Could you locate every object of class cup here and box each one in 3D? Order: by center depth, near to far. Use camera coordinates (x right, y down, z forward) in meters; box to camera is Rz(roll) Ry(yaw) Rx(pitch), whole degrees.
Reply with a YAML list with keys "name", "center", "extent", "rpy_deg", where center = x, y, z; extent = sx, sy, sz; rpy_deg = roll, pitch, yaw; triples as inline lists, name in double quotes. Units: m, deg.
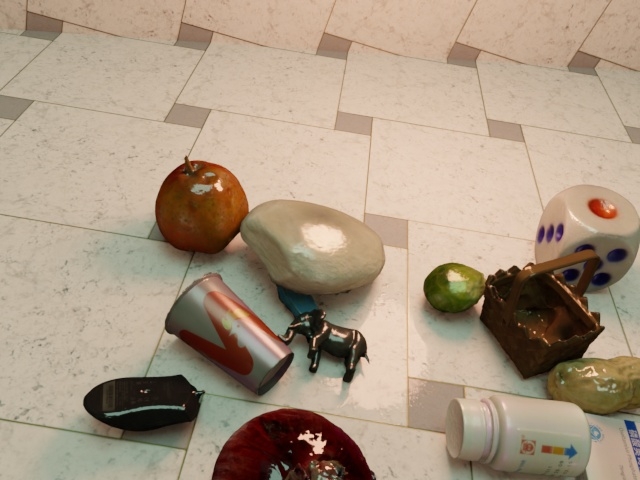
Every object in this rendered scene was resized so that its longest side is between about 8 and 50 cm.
- name: "cup"
  center: [-0.214, 0.238, 1.508]
  extent: [0.288, 0.203, 0.203]
  rpy_deg: [37, 48, 18]

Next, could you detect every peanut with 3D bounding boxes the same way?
- name: "peanut"
  center: [0.734, 0.373, 1.552]
  extent: [0.291, 0.143, 0.159]
  rpy_deg: [0, 21, -11]

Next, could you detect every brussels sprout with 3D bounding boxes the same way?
- name: "brussels sprout"
  center: [0.386, 0.135, 1.756]
  extent: [0.181, 0.143, 0.161]
  rpy_deg: [-6, -2, -42]

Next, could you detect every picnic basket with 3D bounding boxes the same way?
- name: "picnic basket"
  center: [0.594, 0.169, 1.631]
  extent: [0.254, 0.321, 0.291]
  rpy_deg: [-12, 44, -18]

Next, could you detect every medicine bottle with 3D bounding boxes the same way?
- name: "medicine bottle"
  center: [0.448, 0.444, 1.400]
  extent: [0.293, 0.170, 0.170]
  rpy_deg: [7, 42, -4]

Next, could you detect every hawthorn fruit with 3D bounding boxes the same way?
- name: "hawthorn fruit"
  center: [-0.352, -0.117, 1.784]
  extent: [0.277, 0.298, 0.277]
  rpy_deg: [-4, 35, 3]

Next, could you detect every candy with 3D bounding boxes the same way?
- name: "candy"
  center: [0.000, 0.000, 1.755]
  extent: [0.427, 0.186, 0.386]
  rpy_deg: [5, 30, -34]

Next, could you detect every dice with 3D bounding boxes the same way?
- name: "dice"
  center: [0.832, -0.006, 1.917]
  extent: [0.243, 0.251, 0.259]
  rpy_deg: [10, 42, -2]

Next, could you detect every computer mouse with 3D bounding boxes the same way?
- name: "computer mouse"
  center: [-0.394, 0.375, 1.385]
  extent: [0.264, 0.088, 0.147]
  rpy_deg: [-3, 24, -13]

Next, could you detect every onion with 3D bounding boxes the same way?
- name: "onion"
  center: [-0.039, 0.487, 1.179]
  extent: [0.348, 0.285, 0.347]
  rpy_deg: [12, 53, -16]

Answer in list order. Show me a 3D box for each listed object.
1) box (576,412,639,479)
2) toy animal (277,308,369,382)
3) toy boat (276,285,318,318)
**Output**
- name: "box"
  center: [0.692, 0.565, 1.389]
  extent: [0.200, 0.065, 0.343]
  rpy_deg: [10, 42, 0]
- name: "toy animal"
  center: [0.008, 0.268, 1.575]
  extent: [0.245, 0.114, 0.146]
  rpy_deg: [27, 47, -13]
- name: "toy boat"
  center: [-0.073, 0.165, 1.702]
  extent: [0.075, 0.077, 0.185]
  rpy_deg: [-21, 59, -31]
